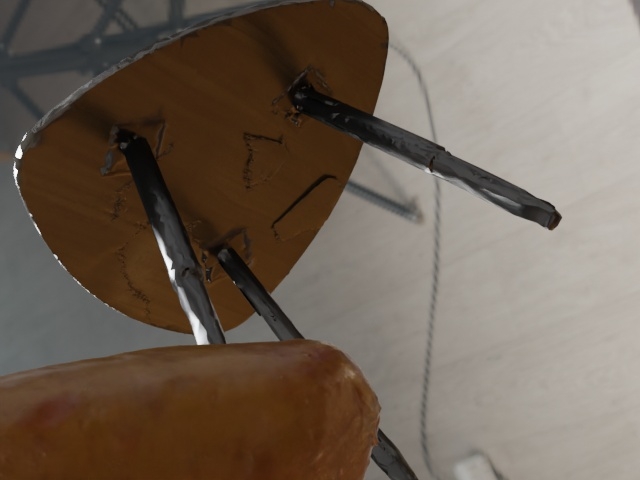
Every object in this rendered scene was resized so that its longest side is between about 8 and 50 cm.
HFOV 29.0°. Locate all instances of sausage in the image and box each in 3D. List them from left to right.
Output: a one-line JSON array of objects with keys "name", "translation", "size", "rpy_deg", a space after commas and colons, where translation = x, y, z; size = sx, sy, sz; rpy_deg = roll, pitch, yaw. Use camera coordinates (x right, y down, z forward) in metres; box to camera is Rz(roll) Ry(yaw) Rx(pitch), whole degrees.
[{"name": "sausage", "translation": [-0.093, 0.104, 0.573], "size": [0.109, 0.270, 0.109], "rpy_deg": [14, 107, 55]}]

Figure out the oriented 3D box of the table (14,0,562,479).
[{"name": "table", "translation": [0.000, 0.000, 0.879], "size": [0.249, 0.317, 0.317], "rpy_deg": [46, 134, 37]}]
